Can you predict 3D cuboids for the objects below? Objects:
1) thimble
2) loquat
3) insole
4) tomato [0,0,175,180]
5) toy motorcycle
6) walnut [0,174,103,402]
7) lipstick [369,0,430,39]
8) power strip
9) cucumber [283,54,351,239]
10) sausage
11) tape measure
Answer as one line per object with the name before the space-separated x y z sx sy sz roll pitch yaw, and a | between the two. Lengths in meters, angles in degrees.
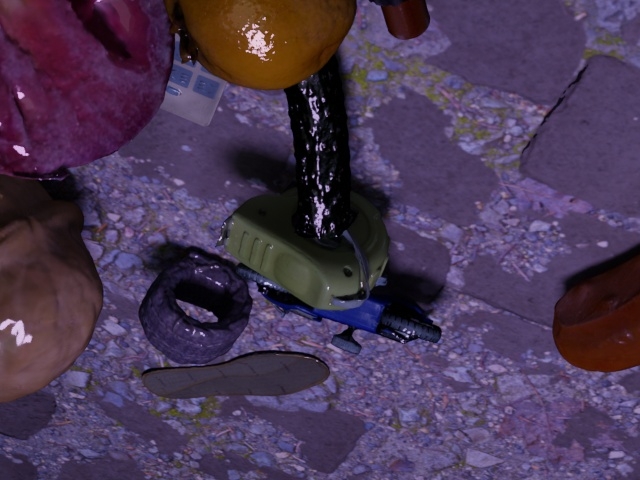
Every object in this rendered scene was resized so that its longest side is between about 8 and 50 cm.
thimble | -0.177 0.098 1.872 0.150 0.150 0.098 23 140 -9
loquat | -0.064 -0.255 1.344 0.208 0.208 0.208 10 142 8
insole | -0.140 0.223 2.122 0.348 0.009 0.119 -8 137 27
tomato | -0.334 -0.215 1.424 0.176 0.335 0.289 16 134 57
toy motorcycle | 0.021 0.080 1.796 0.315 0.113 0.169 20 -179 -19
walnut | -0.476 0.054 1.782 0.381 0.381 0.381 10 142 8
lipstick | 0.058 -0.327 1.313 0.081 0.081 0.299 -2 137 21
power strip | -0.146 -0.211 1.564 0.081 0.035 0.192 21 141 -8
cucumber | -0.006 -0.145 1.532 0.081 0.072 0.303 -12 122 -13
sausage | 0.409 0.094 1.681 0.133 0.133 0.258 36 137 -24
tape measure | 0.000 0.000 1.663 0.200 0.175 0.106 32 138 16
